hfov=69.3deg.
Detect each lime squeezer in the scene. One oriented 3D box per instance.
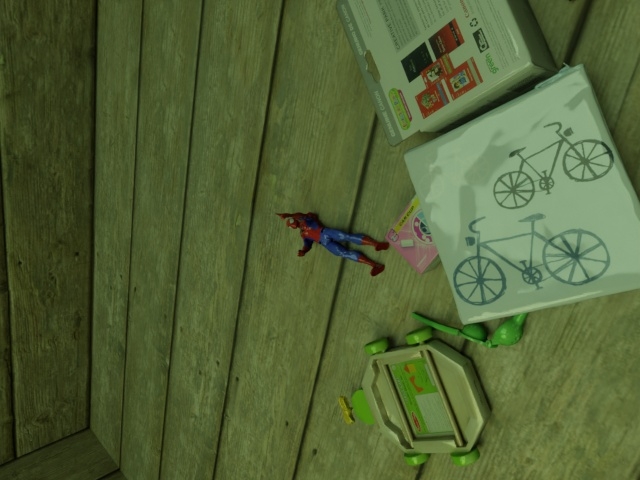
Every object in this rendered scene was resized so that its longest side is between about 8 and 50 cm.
[{"bbox_3d":[0.300,0.148,0.860,0.310,0.058,0.110,-29,79,42],"label":"lime squeezer"}]

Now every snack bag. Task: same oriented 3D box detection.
[{"bbox_3d":[0.313,-0.052,0.745,0.323,0.037,0.343,-23,85,38],"label":"snack bag"}]

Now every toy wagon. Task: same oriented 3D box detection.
[{"bbox_3d":[0.182,0.338,0.997,0.344,0.068,0.268,-26,81,43],"label":"toy wagon"}]

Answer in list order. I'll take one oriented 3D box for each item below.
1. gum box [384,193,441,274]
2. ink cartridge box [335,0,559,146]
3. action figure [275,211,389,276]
[{"bbox_3d":[0.221,-0.040,0.888,0.107,0.062,0.188,48,126,23],"label":"gum box"},{"bbox_3d":[0.201,-0.355,0.799,0.271,0.130,0.310,-25,81,44],"label":"ink cartridge box"},{"bbox_3d":[0.000,0.000,1.052,0.280,0.139,0.092,24,112,39],"label":"action figure"}]
